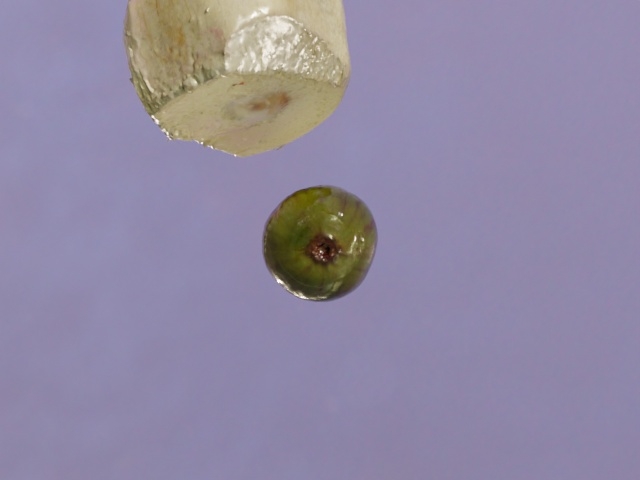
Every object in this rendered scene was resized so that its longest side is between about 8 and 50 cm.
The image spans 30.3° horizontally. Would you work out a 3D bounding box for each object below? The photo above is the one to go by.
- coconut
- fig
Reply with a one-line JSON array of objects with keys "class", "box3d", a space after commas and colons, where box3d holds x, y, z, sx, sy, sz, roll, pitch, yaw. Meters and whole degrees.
[{"class": "coconut", "box3d": [-0.111, -0.271, 1.543, 0.297, 0.297, 0.255, -44, -123, 52]}, {"class": "fig", "box3d": [0.000, 0.000, 1.562, 0.151, 0.151, 0.259, 43, 3, -2]}]
